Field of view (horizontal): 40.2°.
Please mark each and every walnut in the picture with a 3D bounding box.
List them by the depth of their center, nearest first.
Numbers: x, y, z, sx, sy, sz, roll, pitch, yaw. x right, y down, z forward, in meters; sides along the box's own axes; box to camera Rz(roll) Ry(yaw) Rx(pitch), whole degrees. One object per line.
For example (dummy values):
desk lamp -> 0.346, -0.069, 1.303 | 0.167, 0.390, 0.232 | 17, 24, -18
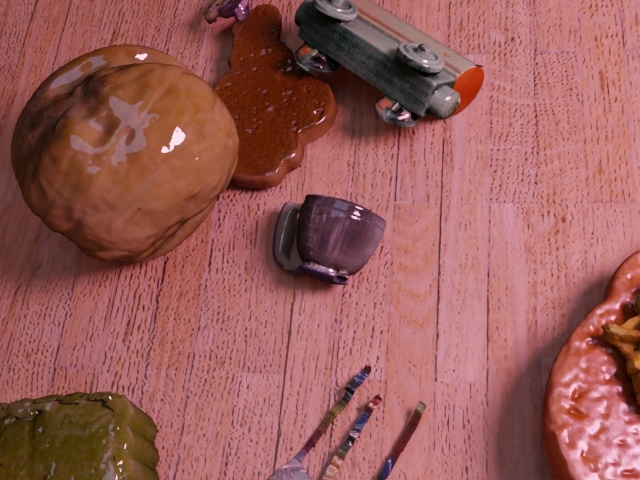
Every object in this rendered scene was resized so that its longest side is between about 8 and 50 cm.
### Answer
walnut -> -0.249, -0.112, 1.136 | 0.277, 0.282, 0.253 | -41, 87, -11

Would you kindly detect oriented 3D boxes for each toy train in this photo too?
toy train -> 0.097, -0.261, 1.231 | 0.285, 0.116, 0.177 | 37, 37, 25

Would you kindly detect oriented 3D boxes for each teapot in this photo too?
teapot -> 0.000, -0.002, 1.123 | 0.149, 0.111, 0.108 | 17, 81, 12

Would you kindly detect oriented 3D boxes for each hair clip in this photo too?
hair clip -> -0.107, -0.395, 1.354 | 0.187, 0.056, 0.146 | -46, 26, -26

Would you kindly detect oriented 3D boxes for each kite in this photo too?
kite -> 0.011, 0.299, 1.016 | 0.169, 0.015, 0.310 | 35, 76, 24

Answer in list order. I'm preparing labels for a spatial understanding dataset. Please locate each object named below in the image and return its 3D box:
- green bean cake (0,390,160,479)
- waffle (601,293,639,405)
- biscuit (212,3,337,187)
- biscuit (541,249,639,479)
green bean cake -> -0.302, 0.285, 1.022 | 0.214, 0.113, 0.200 | -10, 62, 5
waffle -> 0.444, 0.123, 0.920 | 0.245, 0.052, 0.254 | -25, 63, -11
biscuit -> -0.076, -0.217, 1.282 | 0.184, 0.047, 0.319 | -15, 61, 0
biscuit -> 0.448, 0.157, 0.962 | 0.455, 0.078, 0.349 | -34, 68, -16
